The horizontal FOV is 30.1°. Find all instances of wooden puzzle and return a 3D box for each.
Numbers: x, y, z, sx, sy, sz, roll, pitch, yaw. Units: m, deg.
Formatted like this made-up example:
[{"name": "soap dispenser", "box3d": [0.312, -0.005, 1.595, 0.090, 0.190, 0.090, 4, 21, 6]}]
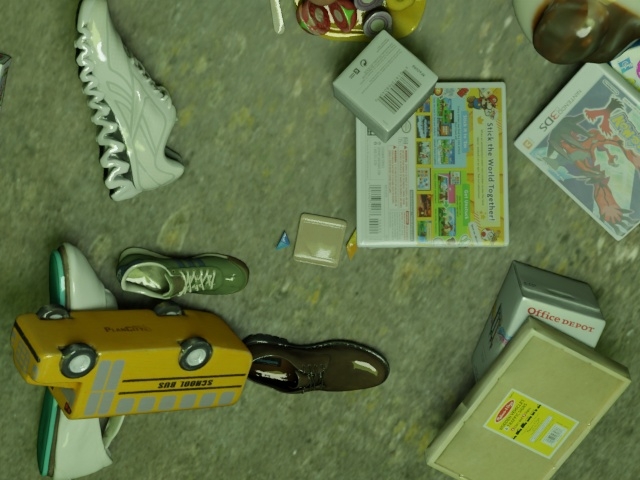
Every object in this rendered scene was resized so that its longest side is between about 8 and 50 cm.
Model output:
[{"name": "wooden puzzle", "box3d": [0.000, 0.000, 1.722, 0.116, 0.014, 0.079, 17, 107, -6]}]

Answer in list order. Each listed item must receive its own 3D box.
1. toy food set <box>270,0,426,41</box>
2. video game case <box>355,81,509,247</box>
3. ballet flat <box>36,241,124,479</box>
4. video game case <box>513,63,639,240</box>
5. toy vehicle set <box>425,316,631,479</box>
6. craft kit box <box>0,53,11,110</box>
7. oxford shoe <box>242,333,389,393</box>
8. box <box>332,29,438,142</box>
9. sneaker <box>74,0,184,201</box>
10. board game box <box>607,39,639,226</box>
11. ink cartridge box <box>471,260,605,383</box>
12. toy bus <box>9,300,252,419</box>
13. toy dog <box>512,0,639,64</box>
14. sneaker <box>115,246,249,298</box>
[{"name": "toy food set", "box3d": [0.033, -0.318, 1.561, 0.217, 0.071, 0.128, 1, 112, 1]}, {"name": "video game case", "box3d": [0.151, -0.103, 1.619, 0.206, 0.026, 0.227, 0, 83, 1]}, {"name": "ballet flat", "box3d": [-0.341, 0.179, 1.749, 0.139, 0.139, 0.400, 8, 116, -3]}, {"name": "video game case", "box3d": [0.384, -0.120, 1.590, 0.201, 0.023, 0.183, 43, 135, 5]}, {"name": "toy vehicle set", "box3d": [0.288, 0.248, 1.670, 0.166, 0.035, 0.267, 28, 115, -12]}, {"name": "craft kit box", "box3d": [-0.572, -0.164, 1.640, 0.249, 0.061, 0.247, 13, 109, -5]}, {"name": "oxford shoe", "box3d": [-0.010, 0.198, 1.758, 0.227, 0.096, 0.083, 3, 110, -2]}, {"name": "box", "box3d": [0.085, -0.203, 1.573, 0.102, 0.087, 0.101, 42, 87, 5]}, {"name": "sneaker", "box3d": [-0.260, -0.198, 1.603, 0.118, 0.110, 0.292, -12, 120, -3]}, {"name": "board game box", "box3d": [0.562, -0.166, 1.610, 0.308, 0.086, 0.302, -17, 111, 7]}, {"name": "ink cartridge box", "box3d": [0.311, 0.144, 1.714, 0.128, 0.127, 0.176, 17, 113, -6]}, {"name": "toy bus", "box3d": [-0.261, 0.166, 1.646, 0.332, 0.108, 0.130, 1, 121, -38]}, {"name": "toy dog", "box3d": [0.322, -0.410, 1.414, 0.395, 0.284, 0.408, -8, 114, 4]}, {"name": "sneaker", "box3d": [-0.200, 0.058, 1.706, 0.192, 0.086, 0.064, 7, 112, -3]}]
